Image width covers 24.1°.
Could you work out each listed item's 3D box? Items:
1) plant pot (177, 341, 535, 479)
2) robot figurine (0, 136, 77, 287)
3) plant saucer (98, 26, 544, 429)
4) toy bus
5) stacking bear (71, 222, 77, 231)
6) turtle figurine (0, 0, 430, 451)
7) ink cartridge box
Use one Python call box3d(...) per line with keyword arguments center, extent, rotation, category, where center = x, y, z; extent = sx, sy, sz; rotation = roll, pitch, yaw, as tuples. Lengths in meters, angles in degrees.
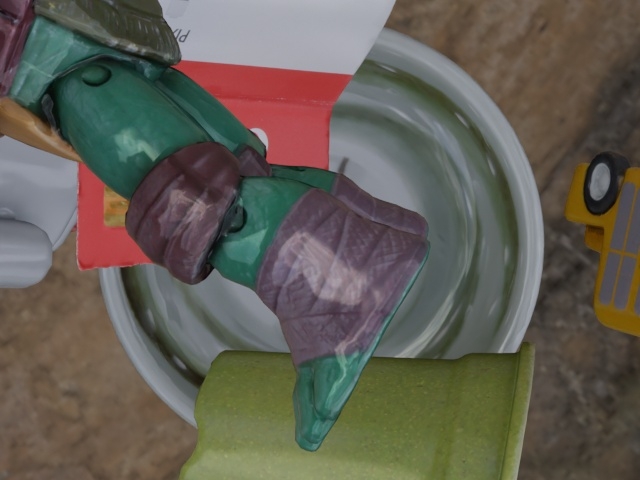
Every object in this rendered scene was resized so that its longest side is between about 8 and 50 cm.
box3d(center=(0.025, 0.196, 1.203), extent=(0.253, 0.276, 0.276), rotation=(10, 127, 8), category="plant pot")
box3d(center=(-0.290, -0.073, 0.972), extent=(0.353, 0.300, 0.200), rotation=(9, 118, -56), category="robot figurine")
box3d(center=(0.000, 0.000, 1.374), extent=(0.400, 0.400, 0.100), rotation=(-49, -179, 4), category="plant saucer")
box3d(center=(0.287, 0.016, 1.023), extent=(0.108, 0.332, 0.130), rotation=(9, 92, -22), category="toy bus")
box3d(center=(-0.358, -0.131, 1.510), extent=(0.289, 0.175, 0.164), rotation=(13, 110, -49), category="stacking bear")
box3d(center=(-0.085, -0.036, 0.382), extent=(0.118, 0.234, 0.175), rotation=(-62, 178, 24), category="turtle figurine")
box3d(center=(-0.031, -0.102, 0.682), extent=(0.181, 0.056, 0.225), rotation=(-3, 93, -51), category="ink cartridge box")
